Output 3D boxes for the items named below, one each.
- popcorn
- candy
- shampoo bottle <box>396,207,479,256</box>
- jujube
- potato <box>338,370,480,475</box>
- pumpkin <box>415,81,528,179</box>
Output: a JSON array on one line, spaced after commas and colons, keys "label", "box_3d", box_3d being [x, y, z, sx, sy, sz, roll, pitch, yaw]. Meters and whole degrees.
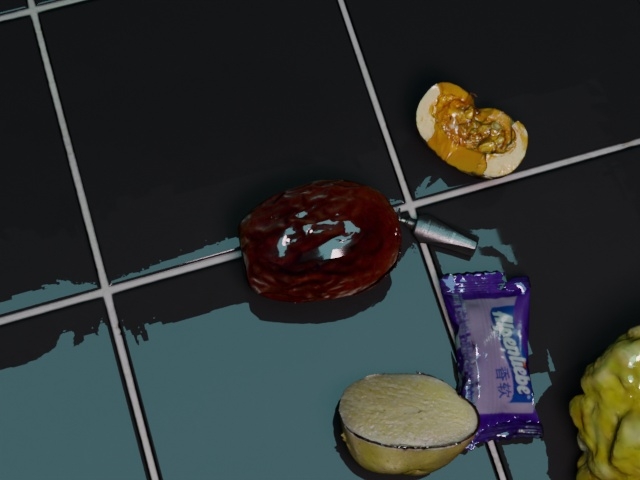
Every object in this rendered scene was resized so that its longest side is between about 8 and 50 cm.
[{"label": "popcorn", "box_3d": [0.535, 0.248, 1.586, 0.293, 0.292, 0.334, 8, 100, -36]}, {"label": "candy", "box_3d": [0.259, 0.180, 1.709, 0.145, 0.070, 0.275, 0, 74, -7]}, {"label": "shampoo bottle", "box_3d": [0.182, -0.013, 1.781, 0.137, 0.027, 0.048, 20, 83, 3]}, {"label": "jujube", "box_3d": [0.000, 0.000, 1.695, 0.243, 0.183, 0.183, -9, 75, -6]}, {"label": "potato", "box_3d": [0.126, 0.289, 1.645, 0.202, 0.182, 0.117, 1, 116, -1]}, {"label": "pumpkin", "box_3d": [0.233, -0.170, 1.788, 0.183, 0.107, 0.119, 33, 83, -1]}]
